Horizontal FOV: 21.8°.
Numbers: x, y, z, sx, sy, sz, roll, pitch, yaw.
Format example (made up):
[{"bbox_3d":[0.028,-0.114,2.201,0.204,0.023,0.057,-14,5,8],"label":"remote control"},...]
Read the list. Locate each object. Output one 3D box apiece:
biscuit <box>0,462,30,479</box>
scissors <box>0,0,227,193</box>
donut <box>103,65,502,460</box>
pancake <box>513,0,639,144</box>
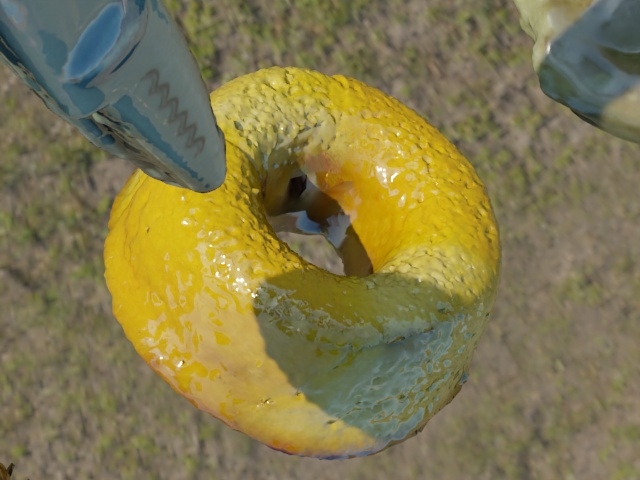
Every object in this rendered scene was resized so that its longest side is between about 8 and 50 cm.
[{"bbox_3d":[-0.170,0.056,0.639,0.035,0.254,0.254,-31,126,-3],"label":"biscuit"},{"bbox_3d":[-0.069,-0.066,0.434,0.138,0.041,0.289,-56,163,-9],"label":"scissors"},{"bbox_3d":[0.000,0.000,1.158,0.303,0.302,0.110,10,139,-23],"label":"donut"},{"bbox_3d":[0.152,-0.152,0.672,0.223,0.042,0.236,-9,80,0],"label":"pancake"}]
